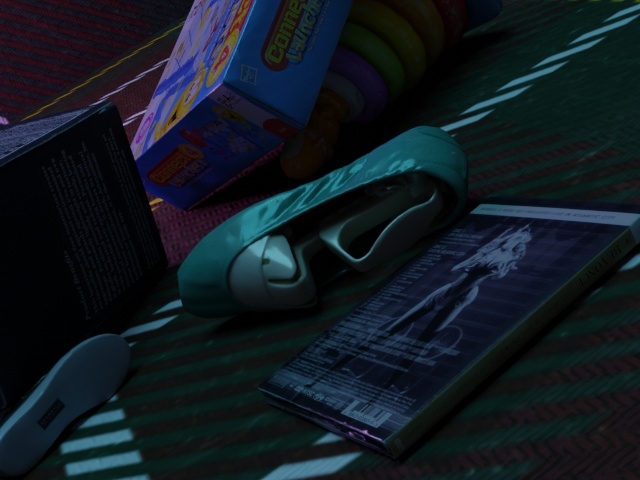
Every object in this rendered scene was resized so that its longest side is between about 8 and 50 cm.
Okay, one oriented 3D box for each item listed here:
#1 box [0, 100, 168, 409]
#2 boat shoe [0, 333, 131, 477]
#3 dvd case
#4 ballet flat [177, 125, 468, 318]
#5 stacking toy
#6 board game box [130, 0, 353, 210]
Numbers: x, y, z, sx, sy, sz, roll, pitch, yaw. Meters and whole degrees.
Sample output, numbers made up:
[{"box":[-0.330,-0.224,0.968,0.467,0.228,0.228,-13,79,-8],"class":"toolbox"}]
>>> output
[{"box":[-0.344,0.023,1.028,0.296,0.182,0.294,-10,17,23],"class":"box"},{"box":[-0.205,0.122,0.895,0.040,0.049,0.142,-6,33,51],"class":"boat shoe"},{"box":[0.081,0.043,0.723,0.221,0.018,0.164,-38,20,-20],"class":"dvd case"},{"box":[0.000,0.000,0.861,0.247,0.083,0.087,-30,33,7],"class":"ballet flat"},{"box":[0.035,-0.180,1.194,0.175,0.166,0.301,-18,36,56],"class":"stacking toy"},{"box":[-0.067,-0.214,1.178,0.302,0.086,0.308,-27,40,60],"class":"board game box"}]
